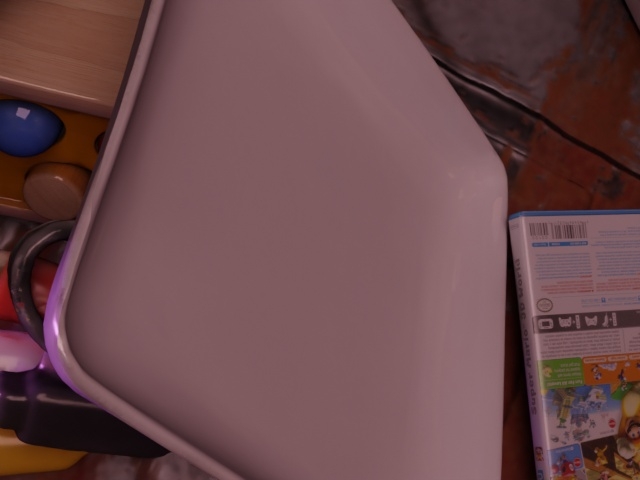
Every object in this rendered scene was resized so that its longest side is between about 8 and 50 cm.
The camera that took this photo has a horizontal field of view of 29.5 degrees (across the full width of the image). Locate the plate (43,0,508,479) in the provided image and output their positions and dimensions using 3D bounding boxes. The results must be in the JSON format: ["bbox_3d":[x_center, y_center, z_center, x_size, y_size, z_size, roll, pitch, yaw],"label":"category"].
[{"bbox_3d":[0.000,0.000,0.501,0.278,0.045,0.277,47,40,-41],"label":"plate"}]

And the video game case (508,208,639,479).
[{"bbox_3d":[0.161,0.066,0.640,0.119,0.015,0.166,-1,81,-24],"label":"video game case"}]

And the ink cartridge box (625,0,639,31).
[{"bbox_3d":[0.302,-0.163,0.639,0.233,0.168,0.171,-26,88,-15],"label":"ink cartridge box"}]

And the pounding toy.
[{"bbox_3d":[-0.103,-0.040,0.557,0.130,0.141,0.100,12,59,-15],"label":"pounding toy"}]

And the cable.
[{"bbox_3d":[-0.051,0.067,0.574,0.287,0.072,0.139,12,104,-18],"label":"cable"}]
